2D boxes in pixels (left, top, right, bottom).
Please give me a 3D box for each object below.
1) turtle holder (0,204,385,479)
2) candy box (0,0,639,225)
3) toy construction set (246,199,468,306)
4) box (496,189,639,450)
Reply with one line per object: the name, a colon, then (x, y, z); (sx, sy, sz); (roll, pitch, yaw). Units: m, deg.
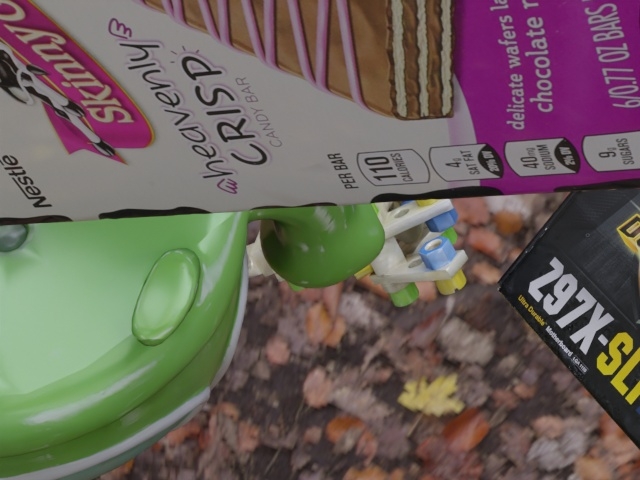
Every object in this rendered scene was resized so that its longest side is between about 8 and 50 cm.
turtle holder: (-0.147, 0.013, 0.912); (0.243, 0.227, 0.320); (38, 67, 20)
candy box: (-0.027, -0.082, 0.406); (0.233, 0.159, 0.071); (-3, 49, 24)
toy construction set: (0.000, 0.000, 1.610); (0.328, 0.151, 0.215); (-7, 29, 15)
box: (0.338, 0.047, 1.412); (0.257, 0.079, 0.322); (-53, 44, 16)
